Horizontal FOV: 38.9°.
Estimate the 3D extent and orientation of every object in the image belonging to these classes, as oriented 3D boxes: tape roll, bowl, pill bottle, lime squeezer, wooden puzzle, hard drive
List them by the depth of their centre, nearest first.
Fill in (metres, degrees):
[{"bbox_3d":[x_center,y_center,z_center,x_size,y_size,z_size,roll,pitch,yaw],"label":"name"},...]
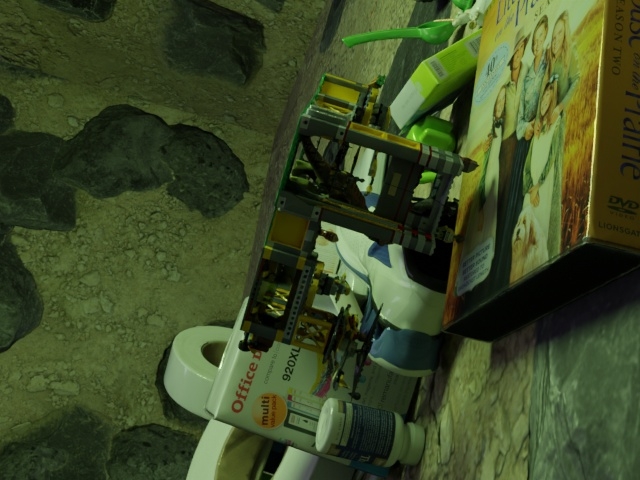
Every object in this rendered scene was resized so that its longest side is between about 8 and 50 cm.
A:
[{"bbox_3d":[0.059,0.231,1.076,0.067,0.120,0.067,-166,90,-81],"label":"pill bottle"},{"bbox_3d":[0.184,-0.369,1.364,0.310,0.110,0.059,-41,1,14],"label":"lime squeezer"},{"bbox_3d":[-0.081,0.341,1.440,0.392,0.072,0.392,-41,28,28],"label":"tape roll"},{"bbox_3d":[0.027,0.129,1.523,0.142,0.053,0.142,67,157,18],"label":"bowl"},{"bbox_3d":[0.062,-0.002,1.677,0.203,0.040,0.307,121,161,-61],"label":"hard drive"},{"bbox_3d":[-0.116,0.437,1.713,0.348,0.080,0.322,113,177,-61],"label":"wooden puzzle"},{"bbox_3d":[-0.219,0.311,2.119,0.286,0.286,0.100,-99,25,-68],"label":"tape roll"}]

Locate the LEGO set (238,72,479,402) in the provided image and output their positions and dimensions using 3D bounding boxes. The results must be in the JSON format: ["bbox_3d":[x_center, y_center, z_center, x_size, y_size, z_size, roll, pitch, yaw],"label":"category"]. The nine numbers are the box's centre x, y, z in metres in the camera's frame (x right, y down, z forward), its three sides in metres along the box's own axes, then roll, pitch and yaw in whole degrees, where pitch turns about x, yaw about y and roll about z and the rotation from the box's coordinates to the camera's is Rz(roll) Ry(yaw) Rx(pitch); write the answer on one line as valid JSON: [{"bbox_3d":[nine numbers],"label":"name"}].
[{"bbox_3d":[0.049,-0.011,0.978,0.255,0.192,0.331,-70,-2,-80],"label":"LEGO set"}]

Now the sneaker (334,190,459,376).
[{"bbox_3d":[0.118,0.005,1.134,0.315,0.127,0.182,-103,32,-56],"label":"sneaker"}]

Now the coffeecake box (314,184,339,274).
[{"bbox_3d":[0.000,0.000,1.709,0.142,0.068,0.185,-125,49,-77],"label":"coffeecake box"}]

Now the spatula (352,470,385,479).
[{"bbox_3d":[0.054,0.360,1.233,0.168,0.019,0.242,-87,15,-49],"label":"spatula"}]

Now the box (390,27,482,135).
[{"bbox_3d":[0.162,-0.212,1.227,0.109,0.042,0.178,-32,-6,-18],"label":"box"}]

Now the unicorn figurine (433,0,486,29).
[{"bbox_3d":[0.219,-0.320,1.214,0.162,0.060,0.111,-51,13,34],"label":"unicorn figurine"}]

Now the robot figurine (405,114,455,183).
[{"bbox_3d":[0.147,-0.125,1.274,0.115,0.067,0.101,117,165,-54],"label":"robot figurine"}]

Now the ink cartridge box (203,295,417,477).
[{"bbox_3d":[-0.015,0.188,1.192,0.168,0.232,0.171,146,144,-76],"label":"ink cartridge box"}]

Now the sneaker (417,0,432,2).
[{"bbox_3d":[0.191,-0.535,1.408,0.385,0.147,0.145,116,164,-56],"label":"sneaker"}]

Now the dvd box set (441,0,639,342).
[{"bbox_3d":[0.221,-0.137,0.870,0.307,0.062,0.420,128,154,-68],"label":"dvd box set"}]
